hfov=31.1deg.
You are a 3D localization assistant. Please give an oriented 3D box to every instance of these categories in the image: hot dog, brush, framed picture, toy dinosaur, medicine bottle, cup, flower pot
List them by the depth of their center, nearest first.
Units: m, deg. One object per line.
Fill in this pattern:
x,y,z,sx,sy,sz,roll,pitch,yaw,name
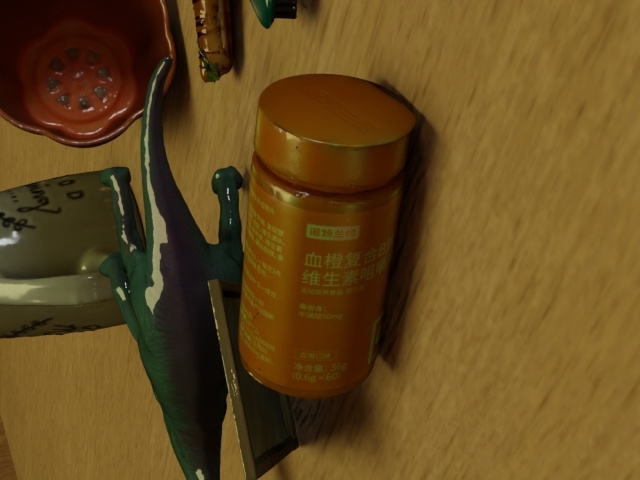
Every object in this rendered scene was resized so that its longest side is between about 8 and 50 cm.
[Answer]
0.000,0.000,0.729,0.096,0.096,0.192,-127,36,-47,medicine bottle
-0.047,-0.209,0.845,0.193,0.032,0.043,-111,18,-53,brush
-0.047,0.099,0.859,0.201,0.010,0.136,31,-133,-82,framed picture
-0.093,0.108,0.900,0.383,0.129,0.331,96,162,-51,toy dinosaur
-0.090,-0.187,0.927,0.049,0.037,0.122,-96,4,-73,hot dog
-0.240,-0.172,1.122,0.173,0.191,0.190,158,102,-77,flower pot
-0.319,0.031,1.301,0.258,0.234,0.186,21,119,61,cup
